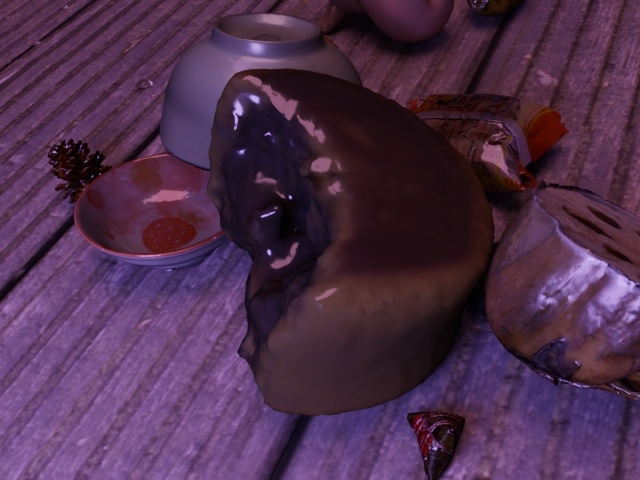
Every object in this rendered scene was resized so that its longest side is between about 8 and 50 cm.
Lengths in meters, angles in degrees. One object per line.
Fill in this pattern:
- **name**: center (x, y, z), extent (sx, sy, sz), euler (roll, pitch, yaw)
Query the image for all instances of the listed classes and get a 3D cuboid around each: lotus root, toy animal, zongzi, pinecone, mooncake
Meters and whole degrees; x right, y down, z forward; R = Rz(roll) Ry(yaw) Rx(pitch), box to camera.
- **lotus root**: center (0.312, 0.074, 0.845), extent (0.272, 0.192, 0.272), euler (27, 19, -10)
- **toy animal**: center (0.131, -0.528, 1.560), extent (0.237, 0.269, 0.326), euler (-29, 77, -20)
- **zongzi**: center (0.132, 0.211, 0.827), extent (0.067, 0.073, 0.083), euler (11, 43, -4)
- **pinecone**: center (-0.404, -0.116, 1.279), extent (0.102, 0.102, 0.109), euler (-38, 78, -28)
- **mooncake**: center (0.000, 0.000, 0.932), extent (0.393, 0.246, 0.394), euler (25, 46, 10)
- **lotus root**: center (0.372, -0.532, 1.587), extent (0.120, 0.120, 0.209), euler (25, 54, 33)

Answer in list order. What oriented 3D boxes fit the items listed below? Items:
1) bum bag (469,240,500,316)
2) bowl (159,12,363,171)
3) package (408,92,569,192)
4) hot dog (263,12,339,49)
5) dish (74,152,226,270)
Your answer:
- **bum bag**: center (0.308, 0.028, 1.009), extent (0.248, 0.060, 0.123), euler (-10, 40, 2)
- **bowl**: center (-0.087, -0.257, 1.248), extent (0.354, 0.185, 0.354), euler (3, 31, -2)
- **package**: center (0.229, -0.163, 1.204), extent (0.288, 0.108, 0.223), euler (13, 44, 27)
- **hot dog**: center (-0.068, -0.383, 1.532), extent (0.115, 0.072, 0.269), euler (-31, 47, -23)
- **dish**: center (-0.229, -0.029, 1.153), extent (0.260, 0.085, 0.260), euler (-2, 38, 2)
